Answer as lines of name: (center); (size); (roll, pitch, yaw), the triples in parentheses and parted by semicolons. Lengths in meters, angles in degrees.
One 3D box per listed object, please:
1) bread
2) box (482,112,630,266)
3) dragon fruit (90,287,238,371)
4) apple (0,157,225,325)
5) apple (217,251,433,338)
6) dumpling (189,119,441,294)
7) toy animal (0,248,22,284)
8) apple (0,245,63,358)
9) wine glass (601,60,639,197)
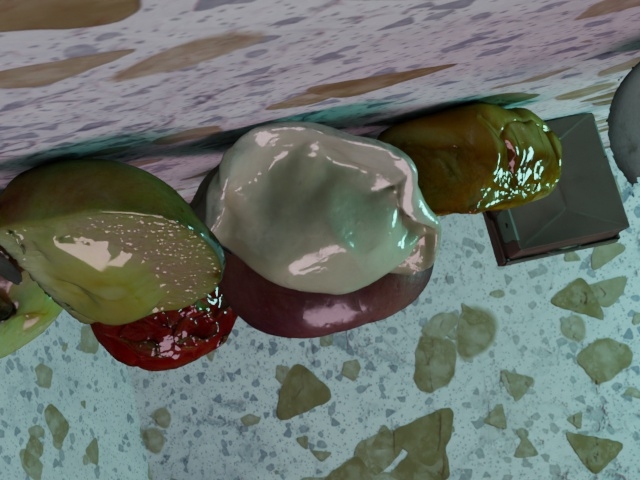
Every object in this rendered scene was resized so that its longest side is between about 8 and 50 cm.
bread: (0.191, -0.097, 1.477); (0.167, 0.132, 0.294); (-13, 180, 30)
box: (0.364, -0.085, 1.892); (0.215, 0.215, 0.086); (-11, 168, -16)
dragon fruit: (-0.270, 0.088, 2.035); (0.277, 0.277, 0.342); (-12, 173, -20)
apple: (-0.189, -0.007, 1.154); (0.193, 0.120, 0.265); (-4, 156, 9)
apple: (0.000, 0.000, 1.561); (0.305, 0.235, 0.306); (-13, -178, 0)
dumpling: (0.004, -0.054, 1.288); (0.318, 0.187, 0.243); (6, 142, -28)
toy animal: (-0.367, 0.008, 1.002); (0.155, 0.095, 0.219); (7, 159, 10)
apple: (-0.364, 0.041, 1.290); (0.195, 0.160, 0.173); (-57, 180, 21)
wine glass: (0.417, -0.135, 1.116); (0.190, 0.190, 0.357); (-12, 174, -15)
